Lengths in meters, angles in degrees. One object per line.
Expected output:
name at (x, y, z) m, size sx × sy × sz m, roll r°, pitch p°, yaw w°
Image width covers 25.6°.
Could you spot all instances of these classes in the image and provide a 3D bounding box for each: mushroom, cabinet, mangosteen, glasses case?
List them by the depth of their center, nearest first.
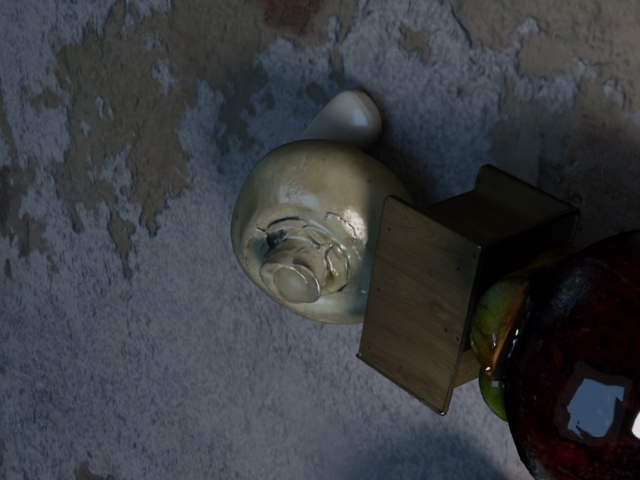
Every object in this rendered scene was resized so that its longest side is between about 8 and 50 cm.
mangosteen at (0.304, 0.117, 1.369) m, size 0.300 × 0.300 × 0.300 m, roll 18°, pitch 115°, yaw 42°
cabinet at (0.159, 0.050, 1.577) m, size 0.148 × 0.175 × 0.215 m, roll 31°, pitch 125°, yaw 36°
mushroom at (0.000, 0.000, 1.686) m, size 0.246 × 0.202 × 0.246 m, roll 14°, pitch 124°, yaw 21°
glasses case at (0.009, -0.111, 1.770) m, size 0.081 × 0.051 × 0.204 m, roll 56°, pitch 136°, yaw 13°
